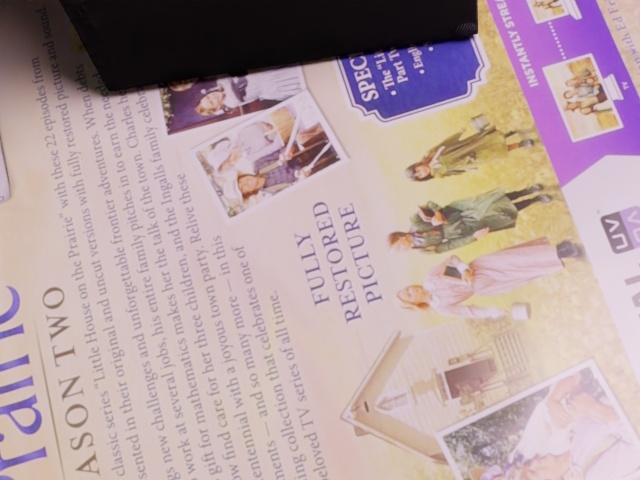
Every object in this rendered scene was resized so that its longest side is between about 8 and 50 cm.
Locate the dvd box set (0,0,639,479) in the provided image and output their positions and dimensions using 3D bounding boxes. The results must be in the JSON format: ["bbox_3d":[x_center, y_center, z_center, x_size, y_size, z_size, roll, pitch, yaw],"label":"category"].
[{"bbox_3d":[0.000,0.000,0.504,0.420,0.062,0.308,-18,66,0],"label":"dvd box set"}]

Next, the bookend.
[{"bbox_3d":[-0.024,-0.155,0.502,0.157,0.072,0.156,-7,64,4],"label":"bookend"}]
